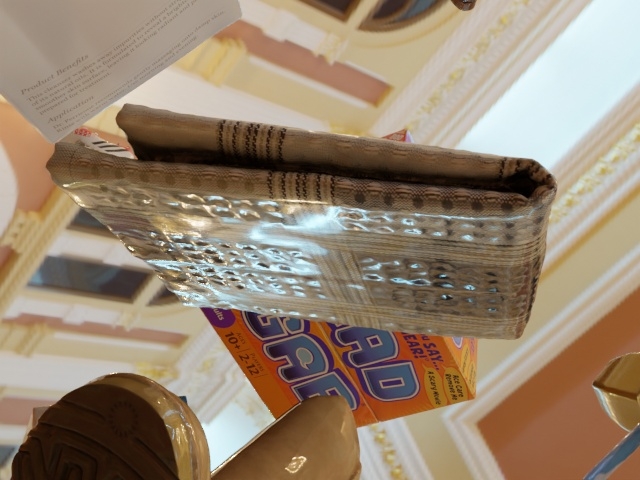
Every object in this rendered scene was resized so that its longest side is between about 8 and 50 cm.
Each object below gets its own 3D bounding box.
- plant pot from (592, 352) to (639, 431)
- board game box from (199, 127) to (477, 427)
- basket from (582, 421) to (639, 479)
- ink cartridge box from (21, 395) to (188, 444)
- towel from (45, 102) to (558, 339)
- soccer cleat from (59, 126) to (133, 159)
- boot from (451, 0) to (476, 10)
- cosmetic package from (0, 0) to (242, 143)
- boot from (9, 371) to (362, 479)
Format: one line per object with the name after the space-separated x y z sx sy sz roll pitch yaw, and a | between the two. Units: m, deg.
0.396 0.191 1.133 0.081 0.081 0.083 -43 -152 -26 | plant pot
0.051 0.080 1.605 0.357 0.356 0.356 -19 -152 22 | board game box
0.353 0.180 0.653 0.255 0.289 0.201 25 -50 29 | basket
-0.171 0.167 0.713 0.088 0.123 0.052 -57 -138 46 | ink cartridge box
0.000 0.000 0.670 0.325 0.312 0.056 5 -110 12 | towel
-0.243 -0.097 0.969 0.029 0.083 0.035 -55 -156 38 | soccer cleat
0.129 -0.293 0.860 0.106 0.037 0.114 48 -21 17 | boot
-0.208 -0.247 0.621 0.217 0.385 0.156 -35 -108 -7 | cosmetic package
-0.053 0.140 0.497 0.089 0.269 0.236 27 -68 20 | boot
